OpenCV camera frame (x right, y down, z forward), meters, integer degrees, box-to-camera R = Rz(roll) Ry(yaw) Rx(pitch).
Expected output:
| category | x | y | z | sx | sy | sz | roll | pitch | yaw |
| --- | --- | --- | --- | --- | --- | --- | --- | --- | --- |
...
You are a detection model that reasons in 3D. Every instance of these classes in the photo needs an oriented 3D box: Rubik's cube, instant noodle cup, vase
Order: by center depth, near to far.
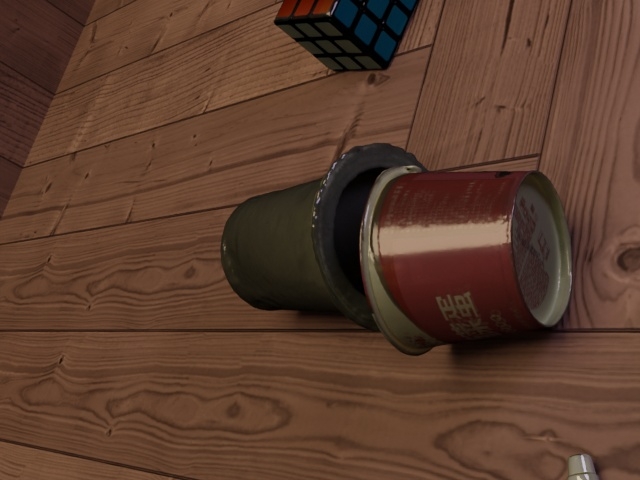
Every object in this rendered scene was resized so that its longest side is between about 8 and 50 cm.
| category | x | y | z | sx | sy | sz | roll | pitch | yaw |
| --- | --- | --- | --- | --- | --- | --- | --- | --- | --- |
| instant noodle cup | 0.178 | 0.017 | 1.018 | 0.179 | 0.235 | 0.234 | -6 | 60 | 36 |
| vase | 0.000 | 0.000 | 1.219 | 0.291 | 0.245 | 0.245 | -5 | 61 | 51 |
| Rubik's cube | 0.046 | -0.402 | 1.496 | 0.163 | 0.162 | 0.160 | 12 | 75 | 52 |

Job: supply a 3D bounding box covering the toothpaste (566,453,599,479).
| category | x | y | z | sx | sy | sz | roll | pitch | yaw |
| --- | --- | --- | --- | --- | --- | --- | --- | --- | --- |
| toothpaste | 0.270 | 0.319 | 0.850 | 0.052 | 0.033 | 0.218 | -29 | 49 | 38 |
